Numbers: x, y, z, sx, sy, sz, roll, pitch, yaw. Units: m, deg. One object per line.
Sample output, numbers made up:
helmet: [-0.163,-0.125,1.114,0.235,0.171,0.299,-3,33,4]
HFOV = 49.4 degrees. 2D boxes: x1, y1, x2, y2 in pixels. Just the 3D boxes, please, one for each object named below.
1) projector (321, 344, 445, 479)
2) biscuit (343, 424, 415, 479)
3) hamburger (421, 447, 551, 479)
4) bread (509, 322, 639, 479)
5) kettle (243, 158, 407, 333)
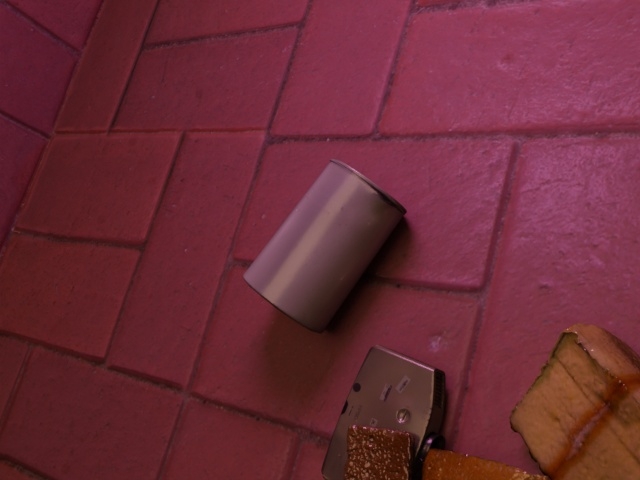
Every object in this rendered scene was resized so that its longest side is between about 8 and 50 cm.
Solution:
projector: [0.133,0.347,1.280,0.194,0.088,0.269,18,81,38]
biscuit: [0.095,0.444,1.198,0.131,0.026,0.236,-3,74,35]
hamburger: [0.265,0.426,1.095,0.283,0.144,0.156,-15,56,59]
bread: [0.410,0.291,1.040,0.236,0.198,0.263,-48,44,16]
kettle: [0.012,0.009,1.474,0.205,0.265,0.318,35,92,8]
